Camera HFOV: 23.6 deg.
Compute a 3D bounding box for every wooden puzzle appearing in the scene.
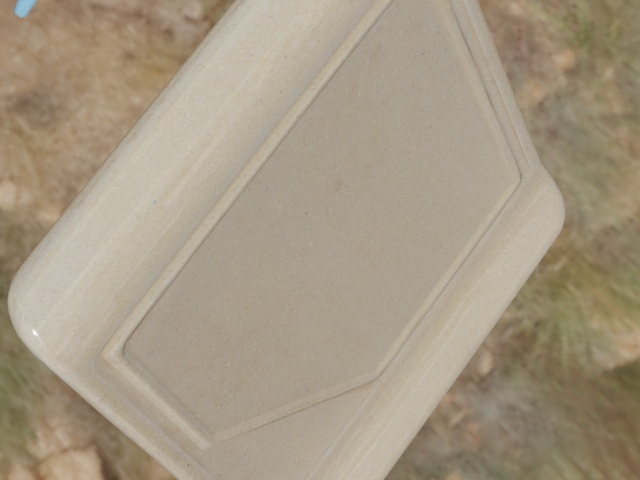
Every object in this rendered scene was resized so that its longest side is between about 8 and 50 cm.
[{"bbox_3d":[0.000,0.000,0.619,0.221,0.044,0.238,-53,142,-13],"label":"wooden puzzle"}]

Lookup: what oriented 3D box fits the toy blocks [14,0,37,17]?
[{"bbox_3d":[-0.143,-0.151,0.689,0.123,0.054,0.148,-24,161,-42],"label":"toy blocks"}]
